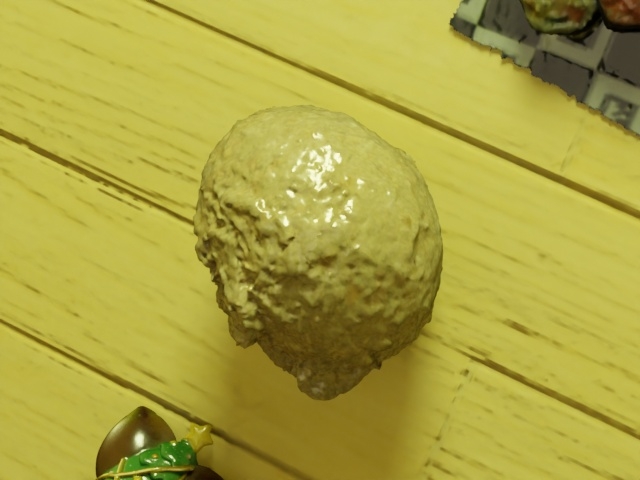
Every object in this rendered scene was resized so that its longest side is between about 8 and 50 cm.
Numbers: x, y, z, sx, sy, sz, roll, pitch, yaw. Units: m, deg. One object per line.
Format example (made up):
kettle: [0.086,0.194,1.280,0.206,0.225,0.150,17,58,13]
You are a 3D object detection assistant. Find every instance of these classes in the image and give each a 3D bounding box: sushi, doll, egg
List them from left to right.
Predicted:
doll: [-0.104,0.142,0.867,0.078,0.077,0.113,42,107,20]
egg: [0.000,0.000,0.793,0.118,0.116,0.140,-28,82,-2]
sushi: [0.170,-0.111,0.761,0.201,0.031,0.139,32,106,14]
